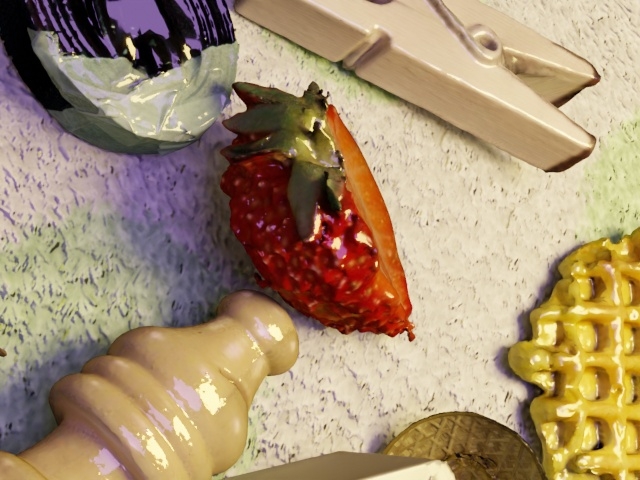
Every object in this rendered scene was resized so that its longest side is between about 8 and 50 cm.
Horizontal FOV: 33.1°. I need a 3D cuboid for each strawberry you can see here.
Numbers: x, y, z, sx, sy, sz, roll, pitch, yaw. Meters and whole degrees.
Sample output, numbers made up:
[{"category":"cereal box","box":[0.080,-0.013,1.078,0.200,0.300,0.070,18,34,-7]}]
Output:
[{"category":"strawberry","box":[-0.001,-0.009,0.818,0.228,0.098,0.174,54,19,-56]}]

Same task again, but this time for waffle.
[{"category":"waffle","box":[0.316,0.143,1.010,0.307,0.060,0.311,-31,99,-29]}]

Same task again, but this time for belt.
[{"category":"belt","box":[-0.145,-0.153,0.766,0.151,0.078,0.198,-37,103,-32]}]

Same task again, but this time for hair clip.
[{"category":"hair clip","box":[0.090,-0.164,0.909,0.331,0.085,0.101,22,69,-20]}]

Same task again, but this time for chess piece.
[{"category":"chess piece","box":[-0.133,0.133,0.715,0.139,0.124,0.307,37,55,16]}]

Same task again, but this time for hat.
[{"category":"hat","box":[0.114,0.208,0.880,0.146,0.067,0.145,0,89,9]}]

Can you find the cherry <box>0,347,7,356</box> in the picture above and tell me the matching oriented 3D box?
[{"category":"cherry","box":[-0.299,-0.036,0.597,0.192,0.175,0.249,-7,84,-41]}]

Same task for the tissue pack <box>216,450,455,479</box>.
[{"category":"tissue pack","box":[0.014,0.285,0.757,0.160,0.136,0.246,-6,86,-32]}]
